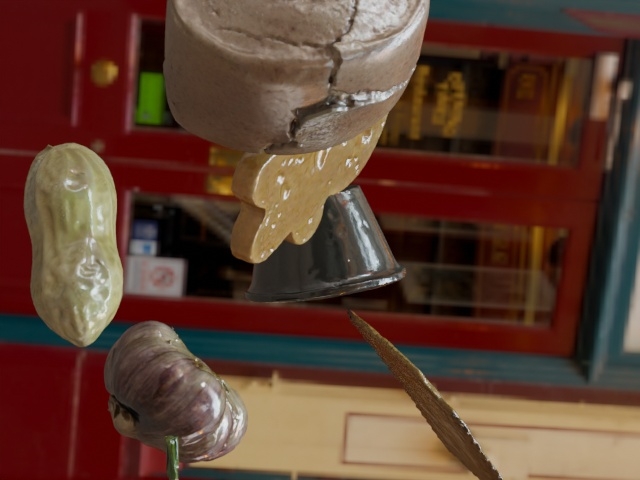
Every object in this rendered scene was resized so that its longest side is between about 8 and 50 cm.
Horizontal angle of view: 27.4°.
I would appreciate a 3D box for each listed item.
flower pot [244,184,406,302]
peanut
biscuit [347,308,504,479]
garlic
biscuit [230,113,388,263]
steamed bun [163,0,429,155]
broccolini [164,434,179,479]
[{"bbox_3d":[0.000,0.000,2.135,0.269,0.269,0.166,-134,-143,-83],"label":"flower pot"},{"bbox_3d":[-0.234,-0.001,1.249,0.098,0.090,0.214,127,-43,-56],"label":"peanut"},{"bbox_3d":[0.125,0.185,1.376,0.232,0.013,0.237,54,-7,-24],"label":"biscuit"},{"bbox_3d":[-0.219,0.231,1.888,0.160,0.245,0.245,-46,178,-11],"label":"garlic"},{"bbox_3d":[-0.011,-0.124,1.771,0.355,0.052,0.275,-48,154,-36],"label":"biscuit"},{"bbox_3d":[-0.020,-0.201,1.472,0.251,0.301,0.199,101,-24,-53],"label":"steamed bun"},{"bbox_3d":[-0.157,0.287,1.462,0.030,0.035,0.140,30,57,-71],"label":"broccolini"}]
